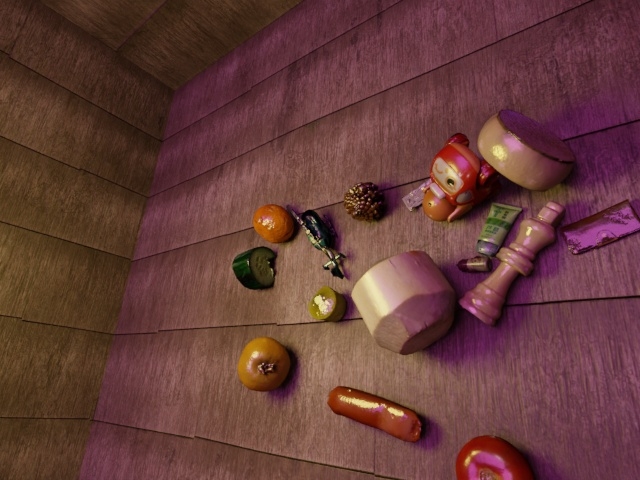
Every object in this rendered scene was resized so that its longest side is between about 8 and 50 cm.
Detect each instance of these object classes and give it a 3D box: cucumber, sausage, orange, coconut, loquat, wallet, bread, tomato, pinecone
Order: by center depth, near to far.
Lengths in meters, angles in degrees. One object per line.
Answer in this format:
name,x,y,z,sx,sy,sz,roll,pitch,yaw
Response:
tomato,0.436,0.594,1.008,0.195,0.136,0.195,-20,57,33
wallet,0.753,-0.033,1.090,0.176,0.026,0.095,-28,57,30
coconut,0.250,0.177,1.253,0.323,0.323,0.322,-18,60,35
sausage,0.171,0.544,1.291,0.349,0.094,0.097,2,86,40
bread,0.031,0.249,1.527,0.129,0.114,0.111,-47,48,14
pinecone,0.172,-0.155,1.568,0.174,0.174,0.173,-18,60,35
loquat,-0.221,0.486,1.581,0.208,0.208,0.208,-18,60,35
cucumber,-0.295,0.123,1.830,0.130,0.191,0.191,-23,57,42
orange,-0.210,-0.079,1.840,0.161,0.193,0.193,-47,43,-17

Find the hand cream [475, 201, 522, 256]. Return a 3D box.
hand cream,0.544,-0.034,1.258,0.095,0.046,0.175,23,85,47

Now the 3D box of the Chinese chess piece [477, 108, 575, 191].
Chinese chess piece,0.590,-0.263,1.166,0.112,0.270,0.270,-60,39,41

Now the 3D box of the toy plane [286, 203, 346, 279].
toy plane,0.000,0.000,1.648,0.106,0.155,0.381,-38,67,21

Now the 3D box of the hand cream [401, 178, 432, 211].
hand cream,0.407,-0.206,1.454,0.257,0.050,0.084,-43,46,25

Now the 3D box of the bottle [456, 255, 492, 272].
bottle,0.478,0.076,1.264,0.101,0.063,0.047,-6,99,42

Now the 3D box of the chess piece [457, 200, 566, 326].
chess piece,0.560,0.057,1.164,0.397,0.117,0.117,-55,46,5

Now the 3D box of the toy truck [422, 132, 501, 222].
toy truck,0.423,-0.177,1.288,0.239,0.265,0.189,-38,61,10
